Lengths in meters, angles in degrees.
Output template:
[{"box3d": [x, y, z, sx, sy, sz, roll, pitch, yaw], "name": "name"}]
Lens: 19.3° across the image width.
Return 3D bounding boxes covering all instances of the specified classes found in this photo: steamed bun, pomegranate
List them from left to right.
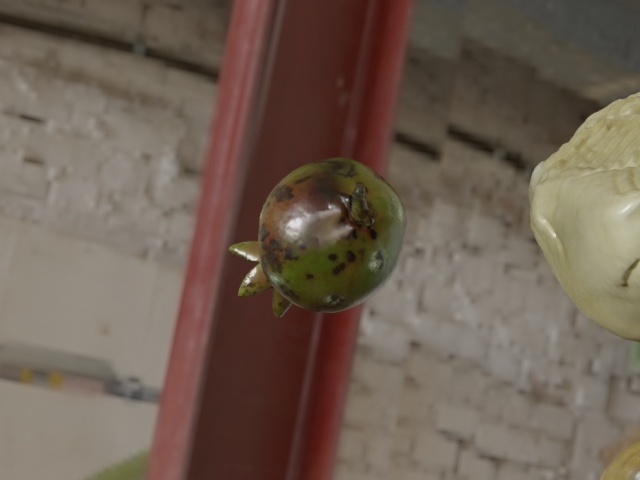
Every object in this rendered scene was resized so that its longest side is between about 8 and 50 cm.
[{"box3d": [-0.013, -0.003, 1.881, 0.220, 0.156, 0.156, -8, -22, 40], "name": "pomegranate"}, {"box3d": [0.329, -0.013, 1.637, 0.276, 0.203, 0.289, -22, 18, 2], "name": "steamed bun"}]

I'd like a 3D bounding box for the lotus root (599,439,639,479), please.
[{"box3d": [0.297, 0.230, 1.611, 0.125, 0.118, 0.221, 30, -15, 8], "name": "lotus root"}]
